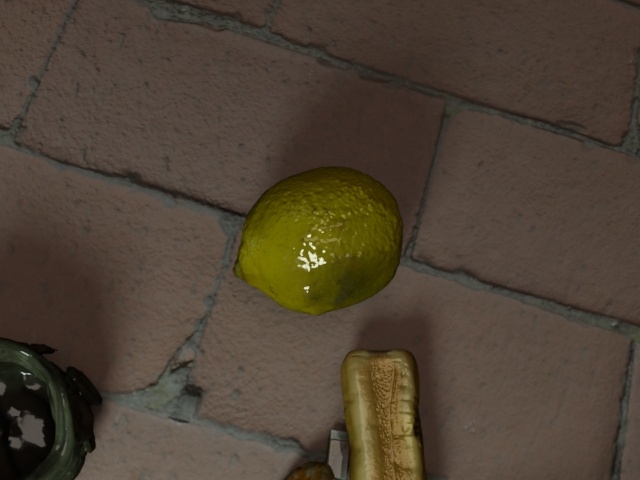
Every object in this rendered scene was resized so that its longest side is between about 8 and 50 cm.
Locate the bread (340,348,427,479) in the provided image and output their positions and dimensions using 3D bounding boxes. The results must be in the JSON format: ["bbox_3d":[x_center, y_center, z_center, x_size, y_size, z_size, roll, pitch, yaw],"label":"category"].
[{"bbox_3d":[0.109,0.338,1.466,0.141,0.091,0.305,-1,68,-4],"label":"bread"}]

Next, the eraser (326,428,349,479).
[{"bbox_3d":[0.030,0.377,1.475,0.038,0.019,0.083,9,67,-5],"label":"eraser"}]

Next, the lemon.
[{"bbox_3d":[0.000,0.000,1.493,0.321,0.268,0.268,-19,72,-21],"label":"lemon"}]

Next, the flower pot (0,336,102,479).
[{"bbox_3d":[-0.496,0.287,1.314,0.301,0.213,0.302,3,68,-8],"label":"flower pot"}]

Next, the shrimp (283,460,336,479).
[{"bbox_3d":[-0.058,0.496,1.355,0.062,0.154,0.294,33,74,-27],"label":"shrimp"}]
